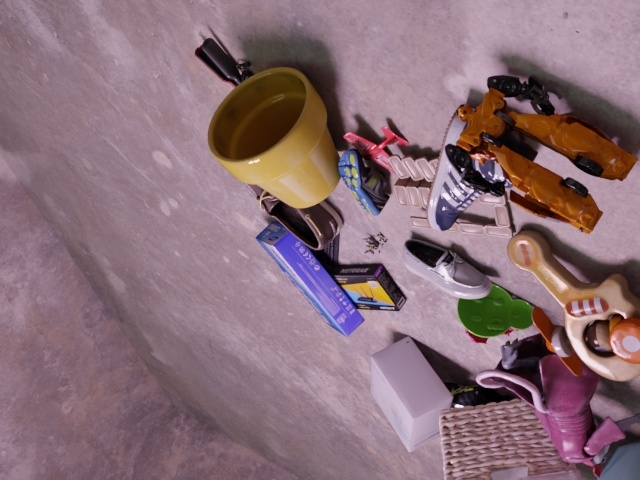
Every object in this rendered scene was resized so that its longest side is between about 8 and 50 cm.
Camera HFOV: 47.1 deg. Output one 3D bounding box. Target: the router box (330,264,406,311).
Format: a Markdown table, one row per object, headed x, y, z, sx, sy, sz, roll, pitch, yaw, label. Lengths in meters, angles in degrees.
| x | y | z | sx | sy | sz | roll | pitch | yaw | label |
| --- | --- | --- | --- | --- | --- | --- | --- | --- | --- |
| 0.127 | 0.128 | 1.976 | 0.179 | 0.046 | 0.133 | -4 | 129 | 52 | router box |

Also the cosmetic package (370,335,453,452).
| x | y | z | sx | sy | sz | roll | pitch | yaw | label |
| --- | --- | --- | --- | --- | --- | --- | --- | --- | --- |
| 0.251 | 0.436 | 2.080 | 0.224 | 0.138 | 0.225 | 55 | 160 | 35 | cosmetic package |

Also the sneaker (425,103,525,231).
| x | y | z | sx | sy | sz | roll | pitch | yaw | label |
| --- | --- | --- | --- | --- | --- | --- | --- | --- | --- |
| 0.297 | -0.106 | 1.384 | 0.153 | 0.099 | 0.282 | 27 | 136 | 22 | sneaker |

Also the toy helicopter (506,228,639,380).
| x | y | z | sx | sy | sz | roll | pitch | yaw | label |
| --- | --- | --- | --- | --- | --- | --- | --- | --- | --- |
| 0.499 | 0.129 | 1.454 | 0.355 | 0.140 | 0.235 | 49 | 134 | 17 | toy helicopter |

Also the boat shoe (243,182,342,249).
| x | y | z | sx | sy | sz | roll | pitch | yaw | label |
| --- | --- | --- | --- | --- | --- | --- | --- | --- | --- |
| -0.096 | -0.102 | 1.846 | 0.324 | 0.097 | 0.116 | 40 | 137 | 2 | boat shoe |

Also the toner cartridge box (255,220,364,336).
| x | y | z | sx | sy | sz | roll | pitch | yaw | label |
| --- | --- | --- | --- | --- | --- | --- | --- | --- | --- |
| -0.029 | 0.107 | 2.050 | 0.348 | 0.075 | 0.165 | 52 | 167 | -20 | toner cartridge box |

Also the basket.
| x | y | z | sx | sy | sz | roll | pitch | yaw | label |
| --- | --- | --- | --- | --- | --- | --- | --- | --- | --- |
| 0.474 | 0.598 | 1.879 | 0.328 | 0.266 | 0.331 | -10 | 136 | 8 | basket |

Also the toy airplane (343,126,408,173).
| x | y | z | sx | sy | sz | roll | pitch | yaw | label |
| --- | --- | --- | --- | --- | --- | --- | --- | --- | --- |
| 0.124 | -0.199 | 1.547 | 0.151 | 0.028 | 0.151 | 20 | 158 | 9 | toy airplane |

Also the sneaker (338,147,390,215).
| x | y | z | sx | sy | sz | roll | pitch | yaw | label |
| --- | --- | --- | --- | --- | --- | --- | --- | --- | --- |
| 0.099 | -0.136 | 1.614 | 0.067 | 0.078 | 0.188 | 28 | 159 | 45 | sneaker |

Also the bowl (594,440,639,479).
| x | y | z | sx | sy | sz | roll | pitch | yaw | label |
| --- | --- | --- | --- | --- | --- | --- | --- | --- | --- |
| 0.781 | 0.576 | 1.691 | 0.311 | 0.163 | 0.312 | 19 | 146 | 13 | bowl |

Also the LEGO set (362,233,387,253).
| x | y | z | sx | sy | sz | roll | pitch | yaw | label |
| --- | --- | --- | --- | --- | --- | --- | --- | --- | --- |
| 0.137 | 0.007 | 1.833 | 0.083 | 0.023 | 0.054 | -20 | 119 | 42 | LEGO set |

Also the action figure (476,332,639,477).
| x | y | z | sx | sy | sz | roll | pitch | yaw | label |
| --- | --- | --- | --- | --- | --- | --- | --- | --- | --- |
| 0.553 | 0.379 | 1.617 | 0.248 | 0.275 | 0.370 | -7 | 109 | 52 | action figure |

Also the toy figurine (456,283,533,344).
| x | y | z | sx | sy | sz | roll | pitch | yaw | label |
| --- | --- | --- | --- | --- | --- | --- | --- | --- | --- |
| 0.401 | 0.189 | 1.716 | 0.173 | 0.130 | 0.159 | 6 | 157 | 9 | toy figurine |

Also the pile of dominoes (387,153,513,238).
| x | y | z | sx | sy | sz | roll | pitch | yaw | label |
| --- | --- | --- | --- | --- | --- | --- | --- | --- | --- |
| 0.273 | -0.102 | 1.530 | 0.251 | 0.040 | 0.196 | 8 | 135 | 32 | pile of dominoes |

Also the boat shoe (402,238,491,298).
| x | y | z | sx | sy | sz | roll | pitch | yaw | label |
| --- | --- | --- | --- | --- | --- | --- | --- | --- | --- |
| 0.282 | 0.060 | 1.673 | 0.227 | 0.079 | 0.081 | 25 | 152 | 31 | boat shoe |

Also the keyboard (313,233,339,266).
| x | y | z | sx | sy | sz | roll | pitch | yaw | label |
| --- | --- | --- | --- | --- | --- | --- | --- | --- | --- |
| 0.000 | 0.000 | 1.973 | 0.108 | 0.023 | 0.180 | 29 | 148 | 19 | keyboard |

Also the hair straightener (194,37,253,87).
| x | y | z | sx | sy | sz | roll | pitch | yaw | label |
| --- | --- | --- | --- | --- | --- | --- | --- | --- | --- |
| -0.181 | -0.364 | 1.657 | 0.230 | 0.047 | 0.089 | 47 | 150 | -13 | hair straightener |

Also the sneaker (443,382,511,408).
| x | y | z | sx | sy | sz | roll | pitch | yaw | label |
| --- | --- | --- | --- | --- | --- | --- | --- | --- | --- |
| 0.432 | 0.423 | 2.026 | 0.234 | 0.084 | 0.097 | 17 | 120 | 33 | sneaker |

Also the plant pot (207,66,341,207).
| x | y | z | sx | sy | sz | roll | pitch | yaw | label |
| --- | --- | --- | --- | --- | --- | --- | --- | --- | --- |
| -0.074 | -0.201 | 1.585 | 0.254 | 0.254 | 0.239 | 13 | 157 | 39 | plant pot |

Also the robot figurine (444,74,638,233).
| x | y | z | sx | sy | sz | roll | pitch | yaw | label |
| --- | --- | --- | --- | --- | --- | --- | --- | --- | --- |
| 0.354 | -0.143 | 1.221 | 0.291 | 0.211 | 0.085 | 33 | -178 | 13 | robot figurine |
